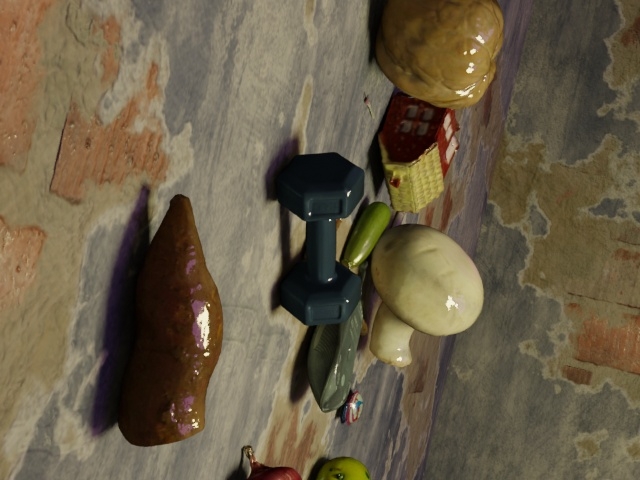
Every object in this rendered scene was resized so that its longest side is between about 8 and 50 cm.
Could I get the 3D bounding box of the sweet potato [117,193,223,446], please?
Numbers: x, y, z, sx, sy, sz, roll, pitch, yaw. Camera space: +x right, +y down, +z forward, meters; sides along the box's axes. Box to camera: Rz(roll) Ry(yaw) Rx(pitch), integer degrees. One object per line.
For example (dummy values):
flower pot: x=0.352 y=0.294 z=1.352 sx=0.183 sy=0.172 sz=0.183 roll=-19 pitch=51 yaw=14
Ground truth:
sweet potato: x=-0.190 y=0.106 z=1.254 sx=0.131 sy=0.131 sz=0.337 roll=-14 pitch=117 yaw=-70

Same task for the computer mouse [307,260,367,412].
computer mouse: x=0.036 y=0.197 z=2.038 sx=0.167 sy=0.090 sz=0.379 roll=77 pitch=25 yaw=-53

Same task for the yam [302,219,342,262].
yam: x=0.022 y=-0.053 z=1.879 sx=0.057 sy=0.057 sz=0.241 roll=65 pitch=41 yaw=-61

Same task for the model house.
model house: x=0.217 y=-0.196 z=2.203 sx=0.196 sy=0.160 sz=0.254 roll=75 pitch=35 yaw=-54

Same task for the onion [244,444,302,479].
onion: x=-0.117 y=0.453 z=1.747 sx=0.150 sy=0.140 sz=0.150 roll=-32 pitch=170 yaw=-6

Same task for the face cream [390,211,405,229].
face cream: x=0.201 y=-0.038 z=2.466 sx=0.038 sy=0.020 sz=0.115 roll=74 pitch=34 yaw=-57

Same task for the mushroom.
mushroom: x=0.263 y=0.131 z=2.295 sx=0.315 sy=0.315 sz=0.356 roll=31 pitch=58 yaw=-71

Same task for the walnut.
walnut: x=0.254 y=-0.432 z=1.981 sx=0.296 sy=0.285 sz=0.285 roll=82 pitch=25 yaw=-71

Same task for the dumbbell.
dumbbell: x=0.000 y=-0.001 z=1.707 sx=0.156 sy=0.143 sz=0.316 roll=-54 pitch=151 yaw=-50

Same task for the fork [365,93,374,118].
fork: x=0.109 y=-0.295 z=2.051 sx=0.115 sy=0.012 sz=0.016 roll=60 pitch=49 yaw=-71

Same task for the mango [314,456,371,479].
mango: x=0.055 y=0.626 z=2.293 sx=0.293 sy=0.143 sz=0.175 roll=84 pitch=26 yaw=-66

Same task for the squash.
squash: x=0.102 y=-0.013 z=2.134 sx=0.201 sy=0.066 sz=0.066 roll=-57 pitch=154 yaw=-31

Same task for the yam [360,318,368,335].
yam: x=0.094 y=0.200 z=2.290 sx=0.145 sy=0.032 sz=0.032 roll=60 pitch=45 yaw=-65

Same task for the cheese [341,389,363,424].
cheese: x=0.078 y=0.430 z=2.380 sx=0.145 sy=0.038 sz=0.095 roll=6 pitch=96 yaw=-72
